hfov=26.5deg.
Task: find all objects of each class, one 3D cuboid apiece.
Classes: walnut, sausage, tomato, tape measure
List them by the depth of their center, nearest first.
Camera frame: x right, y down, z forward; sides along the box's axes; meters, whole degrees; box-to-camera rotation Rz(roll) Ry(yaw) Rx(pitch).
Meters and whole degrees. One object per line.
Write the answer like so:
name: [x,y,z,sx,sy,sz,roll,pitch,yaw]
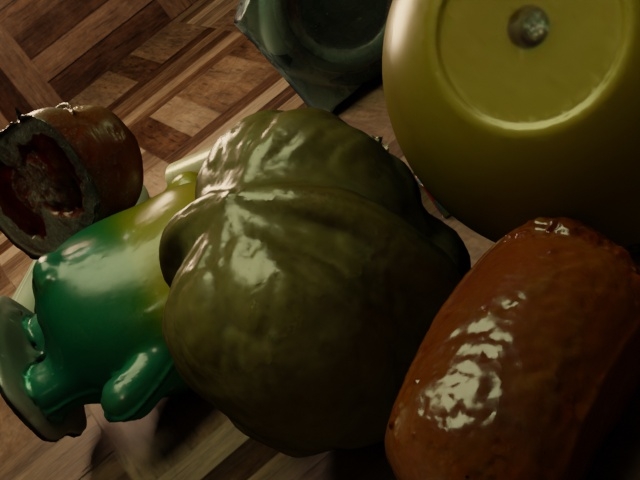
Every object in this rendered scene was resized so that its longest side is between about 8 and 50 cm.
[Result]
sausage: [0.148,0.103,1.004,0.141,0.153,0.268,20,54,24]
walnut: [-0.006,0.039,1.195,0.253,0.277,0.282,20,68,44]
tomato: [-0.302,-0.089,1.655,0.214,0.180,0.155,-20,10,43]
tape measure: [0.009,-0.348,2.023,0.275,0.256,0.147,-44,18,-4]

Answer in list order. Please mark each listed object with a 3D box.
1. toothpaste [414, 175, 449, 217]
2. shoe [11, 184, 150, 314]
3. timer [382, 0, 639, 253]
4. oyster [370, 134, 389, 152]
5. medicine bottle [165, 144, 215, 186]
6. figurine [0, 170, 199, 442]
toothpaste: [0.194,-0.110,1.499,0.193,0.070,0.044,-35,23,4]
shoe: [-0.321,0.001,1.937,0.160,0.132,0.363,-41,16,44]
timer: [0.241,-0.151,1.191,0.376,0.376,0.387,-27,-11,22]
oyster: [0.035,-0.076,1.677,0.209,0.072,0.133,-15,18,49]
medicine bottle: [-0.135,-0.124,2.045,0.231,0.059,0.059,-20,26,37]
figurine: [-0.193,0.063,1.516,0.340,0.231,0.323,-32,37,11]
